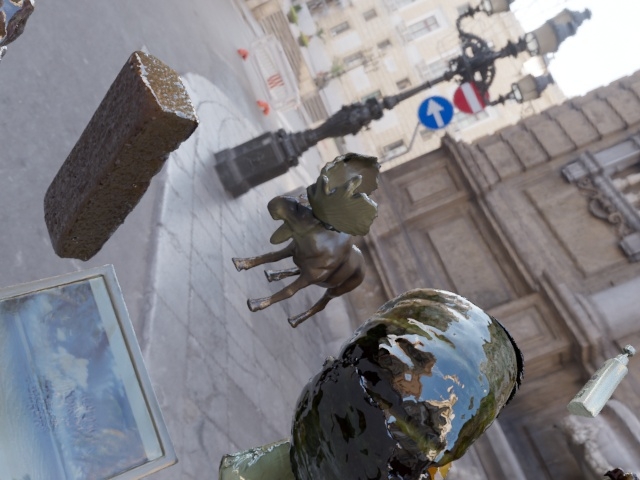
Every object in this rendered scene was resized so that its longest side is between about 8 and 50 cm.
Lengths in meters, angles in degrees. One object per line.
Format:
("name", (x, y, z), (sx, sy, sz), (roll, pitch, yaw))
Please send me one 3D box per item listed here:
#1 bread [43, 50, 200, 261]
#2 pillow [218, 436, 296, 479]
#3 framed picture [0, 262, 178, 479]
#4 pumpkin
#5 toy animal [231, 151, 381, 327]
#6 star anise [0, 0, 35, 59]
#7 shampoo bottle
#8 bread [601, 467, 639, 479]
("bread", (-0.385, -0.140, 1.041), (0.113, 0.416, 0.165), (12, 44, -46))
("pillow", (-0.026, 0.347, 0.799), (0.303, 0.075, 0.184), (-1, 104, -44))
("framed picture", (-0.352, 0.196, 0.756), (0.314, 0.232, 0.024), (63, -34, 17))
("pumpkin", (0.096, 0.206, 0.677), (0.192, 0.320, 0.320), (35, -7, 23))
("toy animal", (0.000, 0.000, 0.576), (0.214, 0.186, 0.093), (36, 28, -62))
("star anise", (-0.248, -0.109, 0.273), (0.212, 0.197, 0.073), (-8, 95, -56))
("shampoo bottle", (0.426, 0.207, 0.833), (0.034, 0.141, 0.049), (44, -20, 16))
("bread", (0.418, 0.505, 0.756), (0.277, 0.167, 0.324), (86, -14, -53))
